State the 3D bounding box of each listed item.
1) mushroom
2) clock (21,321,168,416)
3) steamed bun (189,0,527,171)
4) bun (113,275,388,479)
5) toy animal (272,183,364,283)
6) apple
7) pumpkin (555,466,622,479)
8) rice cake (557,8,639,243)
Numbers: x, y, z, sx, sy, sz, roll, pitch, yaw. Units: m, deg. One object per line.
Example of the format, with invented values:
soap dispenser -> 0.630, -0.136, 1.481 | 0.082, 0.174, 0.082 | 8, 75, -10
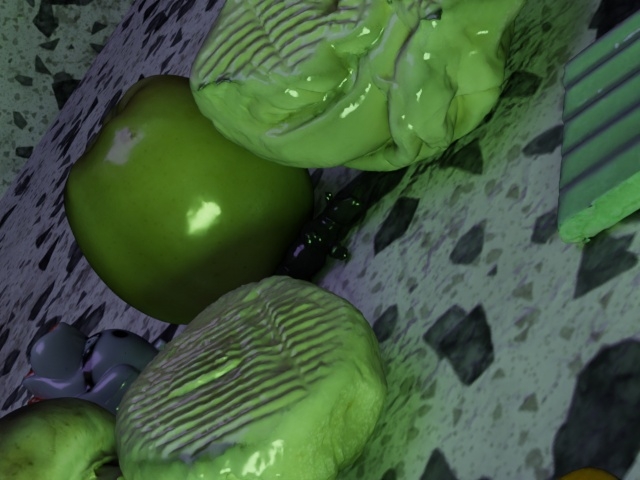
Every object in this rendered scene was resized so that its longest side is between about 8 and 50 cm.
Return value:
mushroom -> -0.202, 0.255, 0.823 | 0.184, 0.255, 0.255 | -21, 34, 9
clock -> -0.260, 0.199, 1.073 | 0.254, 0.189, 0.189 | -54, 25, -7
steamed bun -> 0.054, -0.186, 0.919 | 0.319, 0.206, 0.275 | -9, 59, 24
bun -> -0.051, 0.134, 0.773 | 0.220, 0.134, 0.220 | -23, 30, 14
toy animal -> 0.000, 0.000, 0.971 | 0.136, 0.047, 0.065 | -58, 16, 9
apple -> -0.143, -0.040, 1.054 | 0.262, 0.262, 0.262 | -41, 29, 29
pumpkin -> 0.116, 0.200, 0.451 | 0.183, 0.107, 0.119 | -53, 17, 25
rice cake -> 0.243, -0.110, 0.680 | 0.198, 0.037, 0.189 | -31, 35, 43
